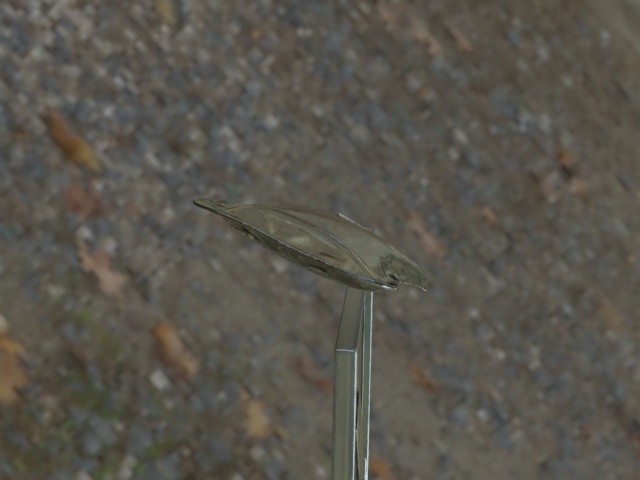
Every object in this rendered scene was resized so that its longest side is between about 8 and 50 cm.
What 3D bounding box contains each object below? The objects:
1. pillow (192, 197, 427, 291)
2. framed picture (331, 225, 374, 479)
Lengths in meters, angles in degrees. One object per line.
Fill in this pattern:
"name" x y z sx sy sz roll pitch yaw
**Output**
"pillow" 0.000 0.001 1.145 0.130 0.033 0.217 24 5 9
"framed picture" 0.025 0.146 1.390 0.192 0.018 0.265 -76 168 -63
